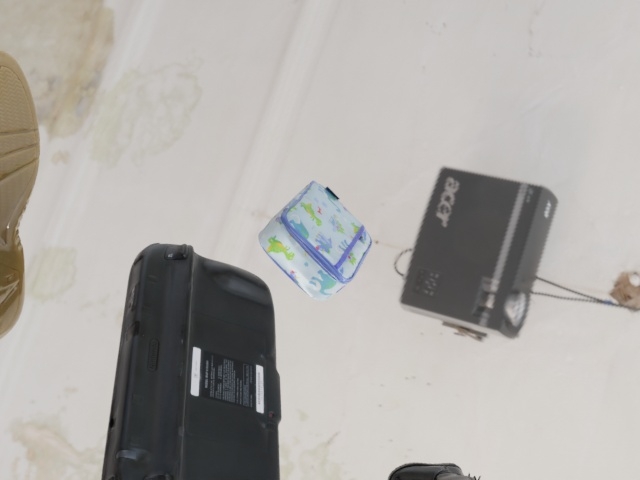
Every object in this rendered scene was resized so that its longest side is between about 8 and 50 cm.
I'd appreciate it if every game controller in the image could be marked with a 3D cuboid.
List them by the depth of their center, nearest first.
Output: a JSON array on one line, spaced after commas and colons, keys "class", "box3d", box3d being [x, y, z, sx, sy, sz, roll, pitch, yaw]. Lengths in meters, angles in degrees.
[{"class": "game controller", "box3d": [-0.114, 0.137, 0.759, 0.067, 0.167, 0.319, -40, -144, 32]}]

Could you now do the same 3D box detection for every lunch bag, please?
[{"class": "lunch bag", "box3d": [0.000, 0.000, 1.382, 0.176, 0.219, 0.090, 47, -63, -3]}]

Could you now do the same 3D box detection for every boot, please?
[{"class": "boot", "box3d": [-0.332, -0.058, 0.646, 0.204, 0.095, 0.261, 29, -55, 23]}, {"class": "boot", "box3d": [0.163, 0.344, 1.098, 0.121, 0.099, 0.045, -3, -88, -11]}]
